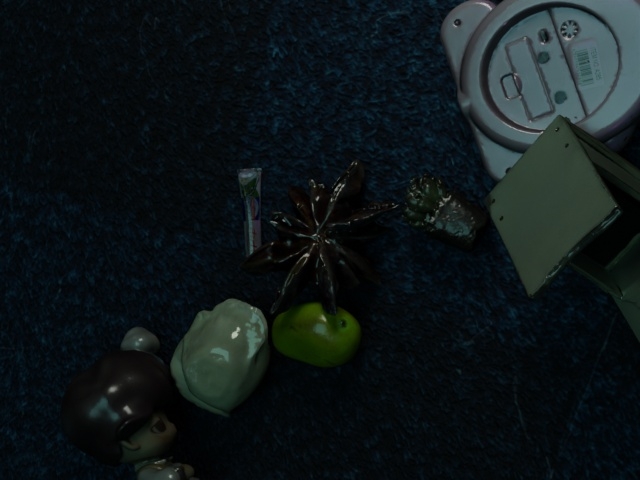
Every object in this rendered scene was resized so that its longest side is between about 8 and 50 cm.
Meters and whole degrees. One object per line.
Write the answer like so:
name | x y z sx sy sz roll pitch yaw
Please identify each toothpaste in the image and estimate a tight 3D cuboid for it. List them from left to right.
toothpaste | -0.116 -0.039 2.056 0.045 0.028 0.169 -3 89 16

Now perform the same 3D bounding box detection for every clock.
clock | 0.356 -0.251 1.758 0.322 0.113 0.295 -21 84 25

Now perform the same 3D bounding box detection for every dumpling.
dumpling | -0.167 0.197 2.042 0.162 0.132 0.250 36 124 11

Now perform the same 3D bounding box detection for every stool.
stool | 0.388 0.004 1.627 0.244 0.269 0.170 30 113 -22

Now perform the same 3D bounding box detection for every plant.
plant | 0.189 -0.042 1.870 0.143 0.094 0.092 31 94 10

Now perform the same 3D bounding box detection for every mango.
mango | -0.011 0.152 1.967 0.163 0.117 0.089 1 50 27

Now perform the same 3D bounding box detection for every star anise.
star anise | 0.002 0.004 1.933 0.212 0.129 0.282 23 74 14

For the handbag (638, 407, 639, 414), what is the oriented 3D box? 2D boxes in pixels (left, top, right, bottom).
handbag | 0.502 0.243 1.752 0.072 0.047 0.111 17 103 24

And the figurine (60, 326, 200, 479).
figurine | -0.288 0.349 2.071 0.206 0.218 0.365 -45 80 20
